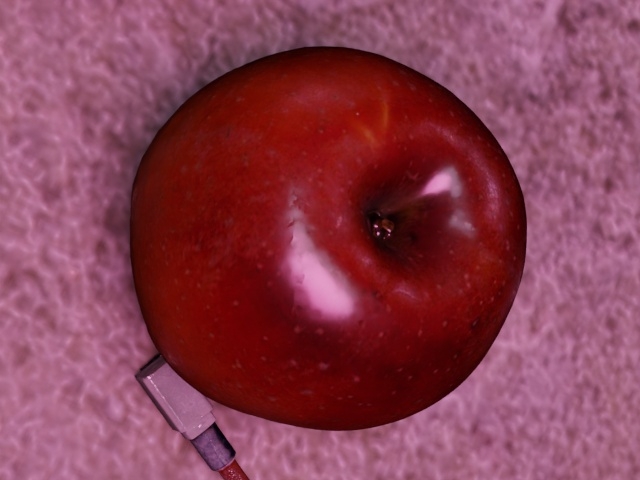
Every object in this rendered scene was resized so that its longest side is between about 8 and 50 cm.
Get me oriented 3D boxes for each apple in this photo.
[{"bbox_3d":[0.000,0.000,0.903,0.218,0.201,0.218,2,85,-20],"label":"apple"}]

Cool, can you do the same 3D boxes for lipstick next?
[{"bbox_3d":[-0.070,0.116,0.966,0.025,0.025,0.107,-38,103,-16],"label":"lipstick"}]
